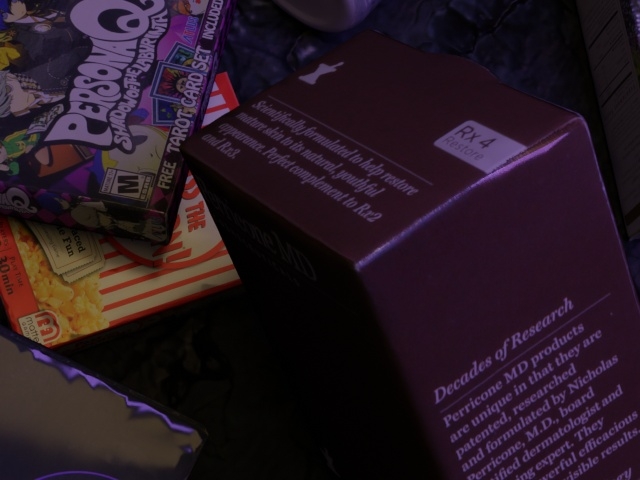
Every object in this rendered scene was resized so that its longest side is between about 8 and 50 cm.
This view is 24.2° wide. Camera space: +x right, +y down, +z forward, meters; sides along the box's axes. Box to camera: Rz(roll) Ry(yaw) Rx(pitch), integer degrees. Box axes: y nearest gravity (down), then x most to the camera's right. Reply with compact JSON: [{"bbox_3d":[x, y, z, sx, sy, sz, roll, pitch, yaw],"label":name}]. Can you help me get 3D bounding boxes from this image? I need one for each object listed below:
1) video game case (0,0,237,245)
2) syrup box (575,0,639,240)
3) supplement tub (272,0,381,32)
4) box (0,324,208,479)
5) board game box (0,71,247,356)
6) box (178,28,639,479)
[{"bbox_3d":[-0.174,-0.117,0.980,0.210,0.042,0.232,11,57,3],"label":"video game case"},{"bbox_3d":[0.254,-0.126,1.071,0.093,0.096,0.237,-5,72,-12],"label":"syrup box"},{"bbox_3d":[0.037,-0.249,1.061,0.117,0.117,0.190,39,70,4],"label":"supplement tub"},{"bbox_3d":[-0.226,0.118,0.842,0.270,0.143,0.165,28,79,-13],"label":"box"},{"bbox_3d":[-0.128,-0.015,0.992,0.193,0.045,0.146,-19,76,-16],"label":"board game box"},{"bbox_3d":[0.084,0.095,0.809,0.143,0.191,0.381,-31,122,-17],"label":"box"}]
